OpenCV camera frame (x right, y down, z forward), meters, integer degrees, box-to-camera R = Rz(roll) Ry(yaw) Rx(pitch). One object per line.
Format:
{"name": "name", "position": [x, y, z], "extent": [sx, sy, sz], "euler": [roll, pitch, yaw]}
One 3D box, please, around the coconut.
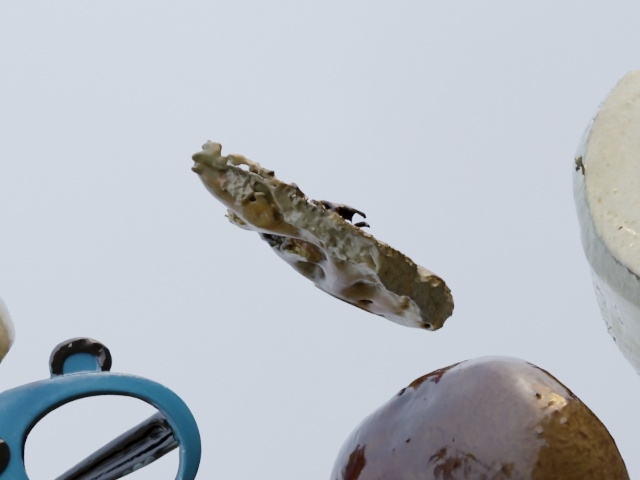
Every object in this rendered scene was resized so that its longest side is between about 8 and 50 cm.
{"name": "coconut", "position": [0.462, 0.009, 2.031], "extent": [0.404, 0.404, 0.404], "euler": [-47, -25, -31]}

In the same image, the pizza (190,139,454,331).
{"name": "pizza", "position": [0.000, 0.000, 1.812], "extent": [0.297, 0.189, 0.071], "euler": [39, -96, -43]}

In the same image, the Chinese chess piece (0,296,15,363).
{"name": "Chinese chess piece", "position": [-0.379, 0.121, 1.688], "extent": [0.257, 0.104, 0.257], "euler": [-39, 12, 10]}

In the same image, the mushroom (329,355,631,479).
{"name": "mushroom", "position": [0.142, 0.212, 1.500], "extent": [0.254, 0.267, 0.267], "euler": [-15, -42, -20]}

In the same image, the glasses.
{"name": "glasses", "position": [-0.175, 0.178, 1.136], "extent": [0.239, 0.102, 0.207], "euler": [-26, -35, -14]}
